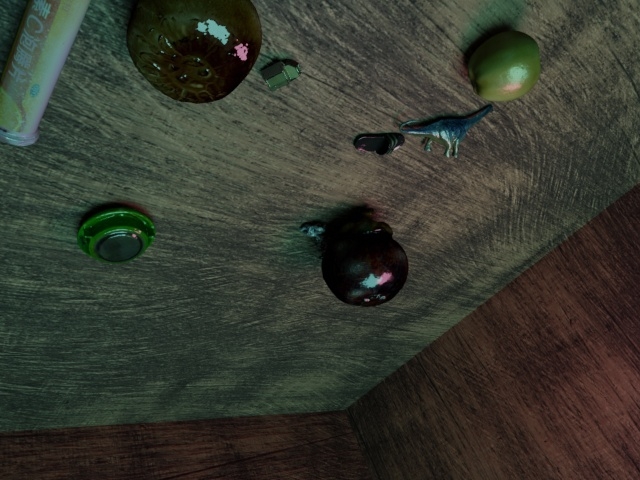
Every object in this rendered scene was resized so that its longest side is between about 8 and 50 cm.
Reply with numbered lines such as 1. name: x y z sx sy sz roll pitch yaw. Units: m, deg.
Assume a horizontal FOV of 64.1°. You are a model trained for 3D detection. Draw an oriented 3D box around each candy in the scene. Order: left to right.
1. candy: 0.000 0.000 1.852 0.094 0.051 0.226 -21 145 12

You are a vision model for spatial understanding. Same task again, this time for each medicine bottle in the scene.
1. medicine bottle: -0.531 -0.378 0.976 0.108 0.108 0.426 12 129 -42

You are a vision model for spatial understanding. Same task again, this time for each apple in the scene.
1. apple: 0.513 -0.479 1.423 0.200 0.200 0.200 -17 145 -12

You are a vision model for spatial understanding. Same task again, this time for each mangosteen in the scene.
1. mangosteen: 0.154 0.081 1.807 0.330 0.330 0.330 -17 145 -12

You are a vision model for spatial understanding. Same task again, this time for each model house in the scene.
1. model house: -0.095 -0.411 1.252 0.083 0.057 0.058 -19 123 24

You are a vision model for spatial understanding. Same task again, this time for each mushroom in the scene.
1. mushroom: -0.246 -0.397 1.046 0.278 0.163 0.297 -4 161 -31

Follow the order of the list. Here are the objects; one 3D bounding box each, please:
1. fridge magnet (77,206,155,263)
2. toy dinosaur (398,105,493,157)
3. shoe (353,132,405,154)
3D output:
1. fridge magnet: -0.571 -0.009 1.440 0.208 0.088 0.208 -17 145 -12
2. toy dinosaur: 0.400 -0.341 1.633 0.363 0.076 0.147 -13 124 -20
3. shoe: 0.189 -0.291 1.582 0.179 0.049 0.071 -4 141 -28
